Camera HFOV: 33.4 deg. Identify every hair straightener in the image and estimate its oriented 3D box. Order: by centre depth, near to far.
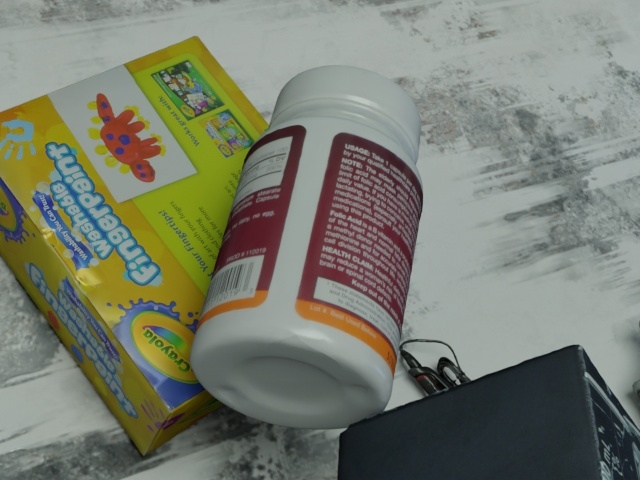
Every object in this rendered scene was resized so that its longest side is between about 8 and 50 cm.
[{"bbox_3d":[0.200,0.224,1.503,0.089,0.047,0.230,-32,71,-34],"label":"hair straightener"}]

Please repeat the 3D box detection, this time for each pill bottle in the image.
[{"bbox_3d":[0.000,0.000,1.242,0.224,0.224,0.392,20,56,-10],"label":"pill bottle"}]

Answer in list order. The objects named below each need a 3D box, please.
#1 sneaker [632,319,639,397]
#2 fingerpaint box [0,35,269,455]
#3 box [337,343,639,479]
[{"bbox_3d":[0.539,0.256,1.580,0.146,0.122,0.330,0,62,1],"label":"sneaker"},{"bbox_3d":[-0.197,-0.009,1.407,0.371,0.163,0.444,-31,75,-34],"label":"fingerpaint box"},{"bbox_3d":[0.246,0.451,1.030,0.471,0.298,0.479,48,29,-32],"label":"box"}]
